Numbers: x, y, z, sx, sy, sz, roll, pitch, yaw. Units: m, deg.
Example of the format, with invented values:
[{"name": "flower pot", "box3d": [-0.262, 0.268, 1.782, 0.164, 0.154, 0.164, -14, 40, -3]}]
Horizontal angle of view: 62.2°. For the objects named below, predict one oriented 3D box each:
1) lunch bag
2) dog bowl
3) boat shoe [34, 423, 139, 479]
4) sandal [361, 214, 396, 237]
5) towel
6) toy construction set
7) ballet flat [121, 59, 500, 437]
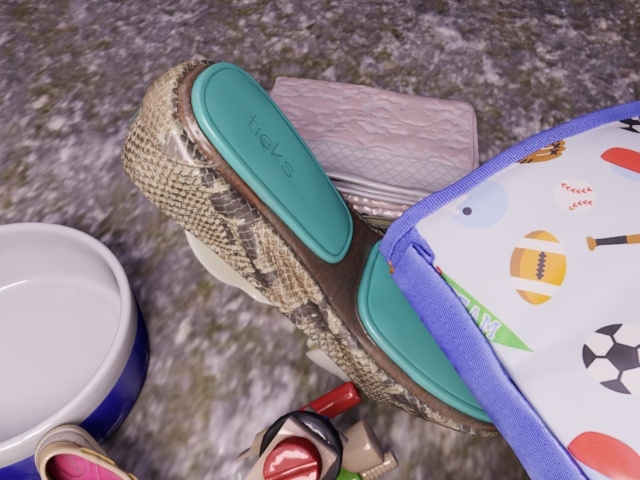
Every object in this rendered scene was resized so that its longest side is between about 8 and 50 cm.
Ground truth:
[{"name": "lunch bag", "box3d": [0.277, 0.068, 0.435, 0.385, 0.239, 0.328, -16, 56, -27]}, {"name": "dog bowl", "box3d": [-0.321, 0.113, 0.555, 0.264, 0.104, 0.265, 1, 51, -1]}, {"name": "boat shoe", "box3d": [-0.175, 0.230, 0.450, 0.170, 0.059, 0.063, 47, 73, -13]}, {"name": "sandal", "box3d": [-0.001, -0.001, 0.658, 0.302, 0.120, 0.086, 9, 36, 6]}, {"name": "towel", "box3d": [0.066, -0.147, 0.775, 0.331, 0.054, 0.317, 10, 39, 3]}, {"name": "toy construction set", "box3d": [-0.046, 0.263, 0.400, 0.237, 0.258, 0.309, -30, 17, 6]}, {"name": "ballet flat", "box3d": [0.001, 0.039, 0.548, 0.483, 0.182, 0.164, 44, 43, -18]}]
